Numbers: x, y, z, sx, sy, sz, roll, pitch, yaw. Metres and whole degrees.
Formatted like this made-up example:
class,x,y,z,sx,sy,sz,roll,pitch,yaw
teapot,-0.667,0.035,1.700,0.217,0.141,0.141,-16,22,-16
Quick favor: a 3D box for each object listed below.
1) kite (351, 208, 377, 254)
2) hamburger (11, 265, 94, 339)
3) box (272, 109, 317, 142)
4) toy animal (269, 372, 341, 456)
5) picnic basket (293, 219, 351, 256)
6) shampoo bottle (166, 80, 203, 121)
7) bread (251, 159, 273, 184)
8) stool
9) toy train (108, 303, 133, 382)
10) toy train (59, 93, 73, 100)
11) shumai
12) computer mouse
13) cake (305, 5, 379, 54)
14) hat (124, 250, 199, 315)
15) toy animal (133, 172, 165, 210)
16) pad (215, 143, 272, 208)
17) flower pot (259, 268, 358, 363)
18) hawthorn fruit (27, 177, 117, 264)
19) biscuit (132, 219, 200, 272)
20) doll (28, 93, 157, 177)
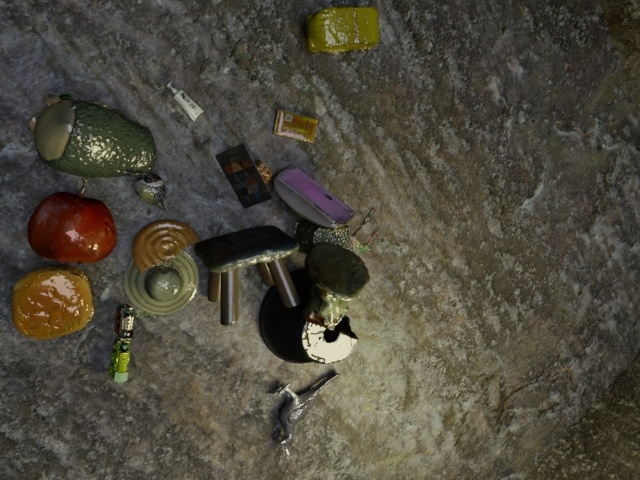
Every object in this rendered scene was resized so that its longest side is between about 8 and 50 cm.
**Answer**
class,x,y,z,sx,sy,sz,roll,pitch,yaw
kite,0.141,-0.028,2.025,0.198,0.006,0.244,35,84,-23
hamburger,-0.810,0.190,1.564,0.244,0.163,0.245,-4,101,-24
box,-0.091,-0.411,1.859,0.156,0.022,0.089,8,94,-24
toy animal,-0.094,0.621,1.985,0.205,0.081,0.367,40,74,-19
picnic basket,0.000,0.000,1.867,0.154,0.196,0.134,-6,103,-24
shampoo bottle,-0.450,-0.459,1.692,0.049,0.034,0.141,-46,111,-5
bread,-0.218,-0.230,1.798,0.070,0.083,0.077,-50,117,-19
stool,-0.236,0.102,1.727,0.310,0.310,0.226,-15,110,-19
toy train,-0.652,0.335,1.699,0.053,0.085,0.250,6,95,-41
toy train,-0.760,-0.342,1.571,0.044,0.042,0.209,-12,103,-22
shumai,0.029,0.150,1.714,0.222,0.272,0.204,28,130,4
computer mouse,-0.029,-0.145,1.818,0.310,0.072,0.158,38,43,11
cake,0.071,-0.729,1.797,0.260,0.179,0.156,-8,100,-19
hat,-0.520,0.145,1.712,0.252,0.110,0.252,-4,99,-24
toy animal,-0.536,-0.161,1.671,0.137,0.098,0.098,40,81,-40
pad,-0.263,-0.217,1.765,0.211,0.142,0.003,62,36,-17
flower pot,-0.020,0.312,1.878,0.379,0.251,0.380,-4,102,-22
hawthorn fruit,-0.730,-0.063,1.536,0.241,0.242,0.272,4,88,-24
biscuit,-0.521,0.001,1.699,0.224,0.033,0.144,-29,83,-27
doll,-0.649,-0.298,1.504,0.349,0.247,0.247,10,95,-51
